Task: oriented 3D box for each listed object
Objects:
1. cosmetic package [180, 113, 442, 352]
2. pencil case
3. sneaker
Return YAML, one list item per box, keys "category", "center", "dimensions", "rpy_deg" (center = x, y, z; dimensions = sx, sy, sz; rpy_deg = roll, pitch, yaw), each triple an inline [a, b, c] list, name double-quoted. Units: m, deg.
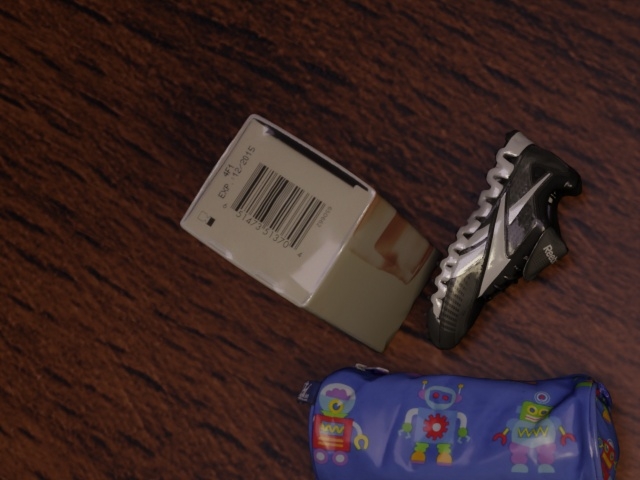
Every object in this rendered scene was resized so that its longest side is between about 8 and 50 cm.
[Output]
- category: "cosmetic package"
  center: [0.000, 0.000, 1.723]
  dimensions: [0.153, 0.296, 0.129]
  rpy_deg: [32, 88, 18]
- category: "pencil case"
  center: [0.136, 0.185, 1.740]
  dimensions: [0.306, 0.119, 0.133]
  rpy_deg: [0, 71, 16]
- category: "sneaker"
  center: [0.187, 0.011, 1.782]
  dimensions: [0.106, 0.078, 0.234]
  rpy_deg: [24, 84, 21]
